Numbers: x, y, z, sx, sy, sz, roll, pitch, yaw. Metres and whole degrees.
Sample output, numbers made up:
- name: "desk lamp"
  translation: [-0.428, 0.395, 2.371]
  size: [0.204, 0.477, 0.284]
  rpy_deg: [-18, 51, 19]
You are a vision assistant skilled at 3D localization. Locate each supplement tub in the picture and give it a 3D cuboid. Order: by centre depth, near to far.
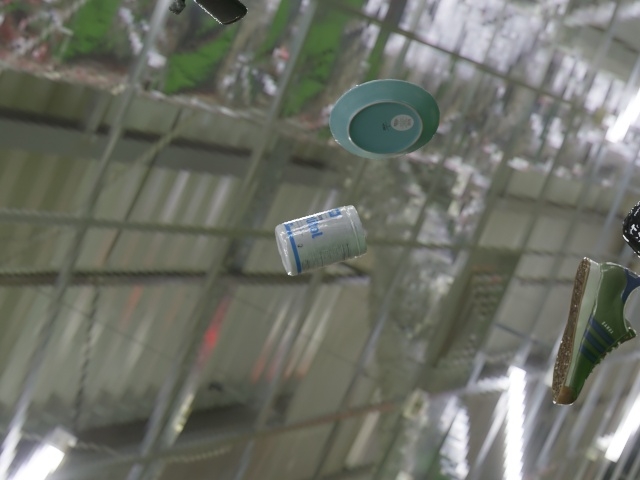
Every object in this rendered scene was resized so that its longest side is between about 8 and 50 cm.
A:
- name: "supplement tub"
  translation: [0.000, 0.000, 1.872]
  size: [0.107, 0.071, 0.071]
  rpy_deg: [-17, -38, -7]

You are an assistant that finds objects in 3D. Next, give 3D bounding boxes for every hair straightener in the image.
- name: "hair straightener"
  translation: [-0.153, -0.295, 1.567]
  size: [0.230, 0.047, 0.089]
  rpy_deg: [36, -141, -53]

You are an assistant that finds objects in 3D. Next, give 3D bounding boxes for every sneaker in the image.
- name: "sneaker"
  translation: [0.343, 0.118, 1.754]
  size: [0.064, 0.086, 0.192]
  rpy_deg: [-94, 13, -71]

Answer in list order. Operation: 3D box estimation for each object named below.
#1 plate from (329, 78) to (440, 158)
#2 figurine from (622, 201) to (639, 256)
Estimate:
- name: "plate"
  translation: [0.109, -0.196, 2.422]
  size: [0.188, 0.188, 0.024]
  rpy_deg: [85, -178, -49]
- name: "figurine"
  translation: [0.440, 0.065, 1.591]
  size: [0.092, 0.209, 0.215]
  rpy_deg: [-36, -32, 5]
